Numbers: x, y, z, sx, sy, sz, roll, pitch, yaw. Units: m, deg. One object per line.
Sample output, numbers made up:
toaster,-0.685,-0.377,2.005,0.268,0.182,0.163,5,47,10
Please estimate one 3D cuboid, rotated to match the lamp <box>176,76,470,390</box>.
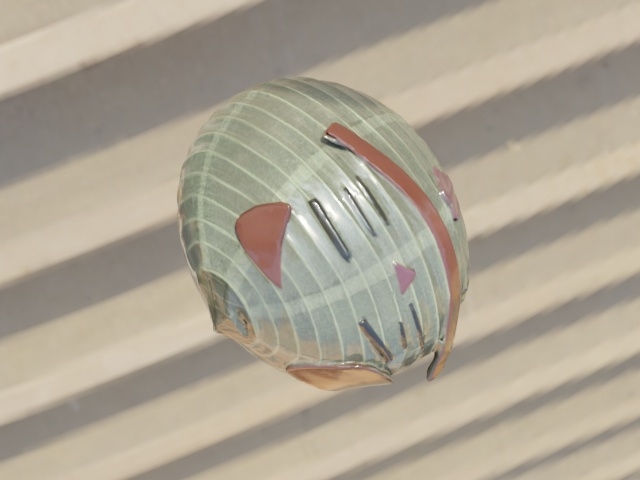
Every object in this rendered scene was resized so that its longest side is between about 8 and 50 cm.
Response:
lamp,0.000,0.000,1.587,0.233,0.233,0.265,-31,107,4
